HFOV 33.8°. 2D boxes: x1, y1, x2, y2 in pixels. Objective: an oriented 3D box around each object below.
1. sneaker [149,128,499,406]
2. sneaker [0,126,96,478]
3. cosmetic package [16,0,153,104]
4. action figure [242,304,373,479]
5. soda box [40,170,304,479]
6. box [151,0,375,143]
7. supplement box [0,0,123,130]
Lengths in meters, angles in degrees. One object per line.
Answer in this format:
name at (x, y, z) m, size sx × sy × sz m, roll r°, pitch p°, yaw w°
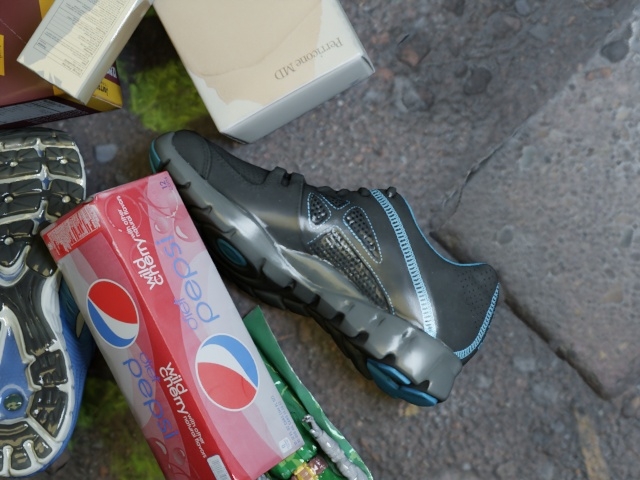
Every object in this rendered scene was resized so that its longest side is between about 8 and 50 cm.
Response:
sneaker at (0.000, 0.000, 0.942) m, size 0.341 × 0.125 × 0.139 m, roll 37°, pitch 72°, yaw 4°
sneaker at (-0.270, 0.052, 0.951) m, size 0.130 × 0.147 × 0.330 m, roll 0°, pitch 70°, yaw -5°
cosmetic package at (-0.187, -0.175, 0.855) m, size 0.060 × 0.041 × 0.115 m, roll 34°, pitch 89°, yaw 1°
action figure at (-0.030, 0.190, 0.961) m, size 0.137 × 0.063 × 0.232 m, roll -44°, pitch 88°, yaw 5°
soda box at (-0.122, 0.081, 0.878) m, size 0.083 × 0.092 × 0.263 m, roll -28°, pitch 89°, yaw 41°
box at (-0.087, -0.255, 0.930) m, size 0.148 × 0.121 × 0.311 m, roll -29°, pitch 87°, yaw 7°
supplement box at (-0.303, -0.202, 0.952) m, size 0.194 × 0.129 × 0.191 m, roll -9°, pitch 89°, yaw 7°
